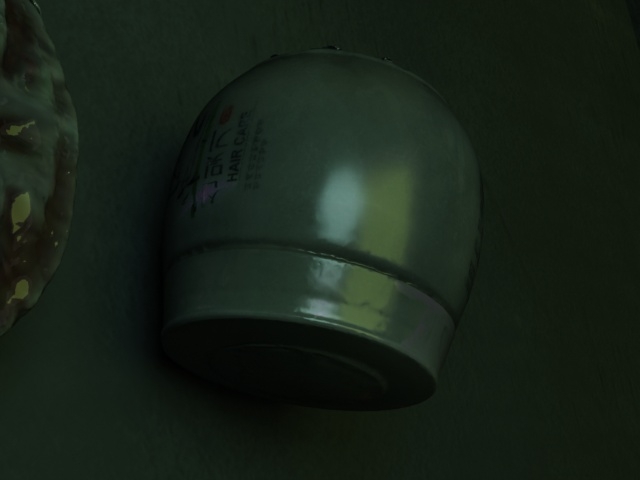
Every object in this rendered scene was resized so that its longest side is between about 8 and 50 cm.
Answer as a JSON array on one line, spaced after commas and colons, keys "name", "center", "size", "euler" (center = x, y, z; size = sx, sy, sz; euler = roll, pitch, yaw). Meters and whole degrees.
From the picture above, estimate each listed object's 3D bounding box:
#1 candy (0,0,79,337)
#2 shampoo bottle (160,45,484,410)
[{"name": "candy", "center": [-0.271, -0.056, 0.601], "size": [0.214, 0.157, 0.289], "euler": [9, 71, -33]}, {"name": "shampoo bottle", "center": [0.000, 0.000, 0.807], "size": [0.273, 0.273, 0.266], "euler": [33, 56, -36]}]
